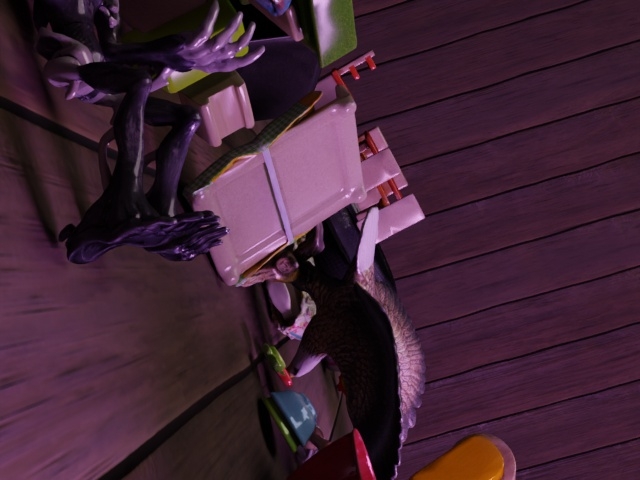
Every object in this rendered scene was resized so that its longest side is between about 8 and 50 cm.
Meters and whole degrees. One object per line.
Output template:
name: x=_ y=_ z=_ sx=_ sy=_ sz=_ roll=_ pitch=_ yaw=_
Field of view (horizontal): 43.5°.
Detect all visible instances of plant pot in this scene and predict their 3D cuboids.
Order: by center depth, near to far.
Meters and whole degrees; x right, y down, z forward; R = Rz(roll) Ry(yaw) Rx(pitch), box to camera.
plant pot: x=-0.094 y=-0.269 z=1.117 sx=0.167 sy=0.188 sz=0.187 roll=88 pitch=-10 yaw=-52

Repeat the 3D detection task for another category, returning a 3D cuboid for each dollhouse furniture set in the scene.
dollhouse furniture set: x=-0.078 y=-0.131 z=0.787 sx=0.151 sy=0.198 sz=0.301 roll=45 pitch=-20 yaw=34
dollhouse furniture set: x=0.078 y=-0.145 z=1.234 sx=0.259 sy=0.135 sz=0.262 roll=61 pitch=8 yaw=-12

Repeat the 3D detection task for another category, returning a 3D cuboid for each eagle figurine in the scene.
eagle figurine: x=0.042 y=0.132 z=1.003 sx=0.298 sy=0.226 sz=0.225 roll=49 pitch=-34 yaw=7

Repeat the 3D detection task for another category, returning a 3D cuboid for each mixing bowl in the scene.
mixing bowl: x=0.012 y=0.279 z=0.758 sx=0.181 sy=0.098 sz=0.181 roll=-16 pitch=90 yaw=-86

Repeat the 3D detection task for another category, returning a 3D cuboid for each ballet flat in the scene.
ballet flat: x=-0.054 y=0.026 z=1.134 sx=0.077 sy=0.091 sz=0.241 roll=9 pitch=58 yaw=-59

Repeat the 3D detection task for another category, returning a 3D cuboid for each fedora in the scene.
fedora: x=0.000 y=0.000 z=1.308 sx=0.334 sy=0.153 sz=0.334 roll=61 pitch=7 yaw=-13

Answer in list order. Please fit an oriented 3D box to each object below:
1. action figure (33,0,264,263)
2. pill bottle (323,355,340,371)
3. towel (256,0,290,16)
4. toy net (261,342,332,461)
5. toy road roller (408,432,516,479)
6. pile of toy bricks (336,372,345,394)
action figure: x=-0.106 y=-0.128 z=0.470 sx=0.164 sy=0.141 sz=0.275 roll=46 pitch=31 yaw=-80
pill bottle: x=0.048 y=0.114 z=1.666 sx=0.160 sy=0.160 sz=0.283 roll=-72 pitch=146 yaw=-84
towel: x=-0.052 y=-0.398 z=0.606 sx=0.271 sy=0.370 sz=0.040 roll=32 pitch=-17 yaw=-29
toy net: x=-0.030 y=0.211 z=0.942 sx=0.122 sy=0.045 sz=0.232 roll=52 pitch=-12 yaw=31
toy road roller: x=0.230 y=0.512 z=1.350 sx=0.240 sy=0.329 sz=0.202 roll=49 pitch=-12 yaw=34
pile of toy bricks: x=0.061 y=0.249 z=1.827 sx=0.118 sy=0.105 sz=0.212 roll=-4 pitch=69 yaw=-48
